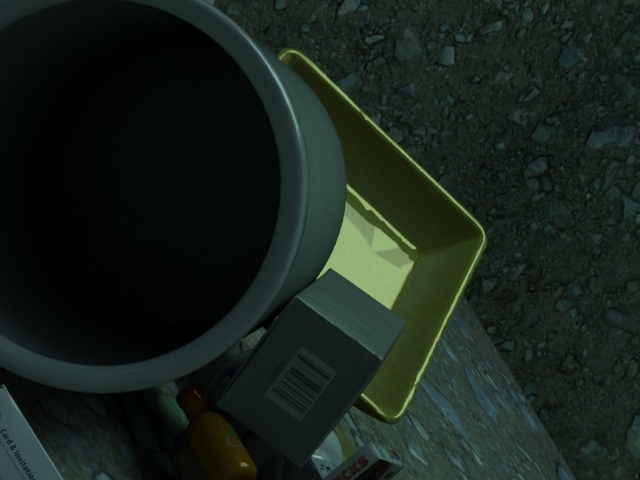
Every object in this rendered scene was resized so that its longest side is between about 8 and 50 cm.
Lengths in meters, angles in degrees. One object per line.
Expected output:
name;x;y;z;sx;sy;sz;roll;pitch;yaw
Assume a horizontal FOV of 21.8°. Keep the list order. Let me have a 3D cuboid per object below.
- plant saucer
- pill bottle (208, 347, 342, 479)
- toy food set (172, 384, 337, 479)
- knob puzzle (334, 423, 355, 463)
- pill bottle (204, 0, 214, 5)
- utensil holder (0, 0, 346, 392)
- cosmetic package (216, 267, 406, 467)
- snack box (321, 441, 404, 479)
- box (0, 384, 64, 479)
plant saucer;0.000;0.000;1.825;0.333;0.081;0.333;43;45;-12
pill bottle;-0.040;0.203;1.661;0.112;0.112;0.187;45;12;-37
toy food set;-0.057;0.216;1.505;0.232;0.111;0.104;25;26;-50
knob puzzle;-0.017;0.216;1.971;0.213;0.030;0.213;50;9;-10
pill bottle;-0.250;-0.289;1.616;0.283;0.160;0.160;14;32;-37
utensil holder;-0.147;-0.045;1.459;0.327;0.327;0.385;53;6;4
cosmetic package;-0.003;0.110;1.522;0.107;0.127;0.238;36;7;1
snack box;-0.009;0.241;1.451;0.022;0.178;0.064;54;9;24
box;-0.171;0.199;1.044;0.186;0.038;0.145;53;-26;16
